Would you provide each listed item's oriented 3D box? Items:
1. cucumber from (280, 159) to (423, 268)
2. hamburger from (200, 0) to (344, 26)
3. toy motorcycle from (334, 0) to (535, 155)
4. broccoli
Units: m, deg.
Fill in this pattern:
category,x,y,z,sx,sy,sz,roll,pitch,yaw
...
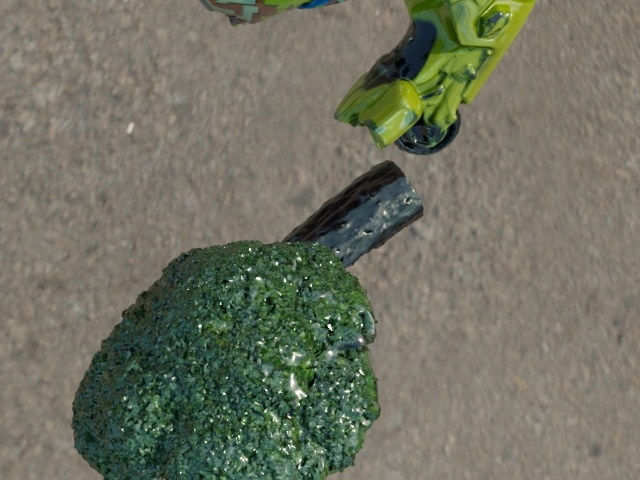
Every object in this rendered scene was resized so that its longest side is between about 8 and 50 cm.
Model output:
category,x,y,z,sx,sy,sz,roll,pitch,yaw
cucumber,0.000,-0.002,1.440,0.211,0.078,0.062,-33,121,-11
hamburger,-0.080,-0.309,1.254,0.276,0.151,0.260,15,158,-30
toy motorcycle,0.143,-0.255,1.649,0.206,0.142,0.342,32,113,-10
broccoli,-0.078,0.138,1.303,0.307,0.308,0.275,-5,136,7
